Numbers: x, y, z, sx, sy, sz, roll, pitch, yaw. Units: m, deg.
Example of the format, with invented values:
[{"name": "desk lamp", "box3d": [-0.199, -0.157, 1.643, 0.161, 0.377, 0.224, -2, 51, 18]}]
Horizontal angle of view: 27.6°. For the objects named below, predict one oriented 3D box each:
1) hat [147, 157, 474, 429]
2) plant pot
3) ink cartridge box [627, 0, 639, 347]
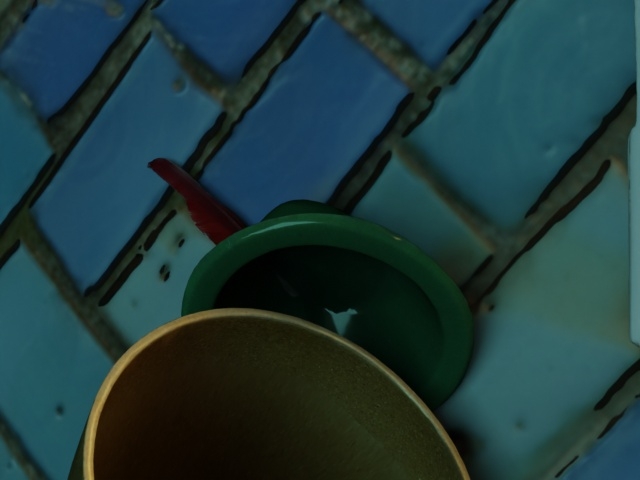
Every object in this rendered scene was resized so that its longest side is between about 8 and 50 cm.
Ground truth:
[{"name": "hat", "box3d": [0.000, 0.000, 0.862, 0.208, 0.183, 0.173, 34, 122, -18]}, {"name": "plant pot", "box3d": [-0.066, 0.211, 0.780, 0.237, 0.237, 0.254, 54, 135, 20]}, {"name": "ink cartridge box", "box3d": [0.294, -0.062, 0.666, 0.275, 0.060, 0.239, -3, 82, 38]}]
